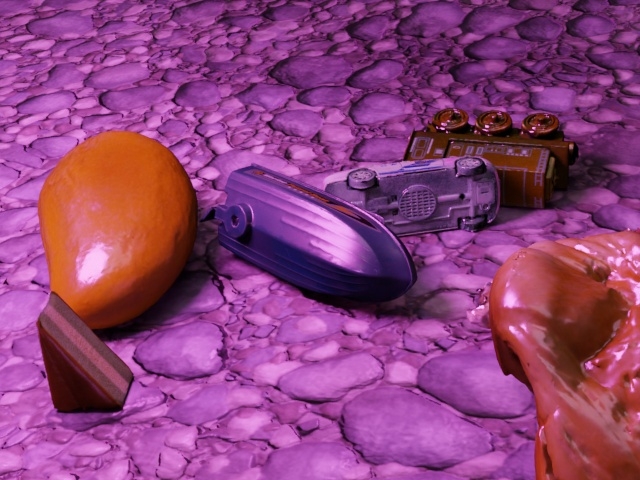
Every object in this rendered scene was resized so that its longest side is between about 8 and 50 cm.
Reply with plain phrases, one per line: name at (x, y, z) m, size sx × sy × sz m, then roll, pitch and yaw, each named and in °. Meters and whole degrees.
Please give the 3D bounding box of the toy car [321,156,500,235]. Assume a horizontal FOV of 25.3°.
toy car at (0.113, -0.057, 1.795) m, size 0.224 × 0.090 × 0.076 m, roll -7°, pitch 26°, yaw -3°

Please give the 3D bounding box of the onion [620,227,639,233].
onion at (0.332, 0.066, 1.409) m, size 0.230 × 0.230 × 0.163 m, roll -33°, pitch 81°, yaw -38°

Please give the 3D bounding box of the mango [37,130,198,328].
mango at (-0.244, -0.021, 1.749) m, size 0.195 × 0.142 × 0.331 m, roll -14°, pitch 39°, yaw -6°

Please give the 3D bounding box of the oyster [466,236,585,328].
oyster at (0.239, 0.059, 1.606) m, size 0.191 × 0.081 × 0.163 m, roll -17°, pitch 5°, yaw -21°

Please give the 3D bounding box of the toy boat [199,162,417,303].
toy boat at (0.001, -0.001, 1.693) m, size 0.296 × 0.114 × 0.122 m, roll 23°, pitch 21°, yaw 38°

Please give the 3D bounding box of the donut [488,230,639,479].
donut at (0.252, 0.160, 1.146) m, size 0.170 × 0.360 × 0.360 m, roll -16°, pitch 28°, yaw 14°

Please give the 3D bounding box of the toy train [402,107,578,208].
toy train at (0.220, -0.104, 1.866) m, size 0.225 × 0.090 × 0.137 m, roll 4°, pitch 39°, yaw 16°

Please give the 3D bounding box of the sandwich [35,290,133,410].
sandwich at (-0.251, 0.116, 1.525) m, size 0.074 × 0.116 × 0.074 m, roll -2°, pitch 31°, yaw 7°
